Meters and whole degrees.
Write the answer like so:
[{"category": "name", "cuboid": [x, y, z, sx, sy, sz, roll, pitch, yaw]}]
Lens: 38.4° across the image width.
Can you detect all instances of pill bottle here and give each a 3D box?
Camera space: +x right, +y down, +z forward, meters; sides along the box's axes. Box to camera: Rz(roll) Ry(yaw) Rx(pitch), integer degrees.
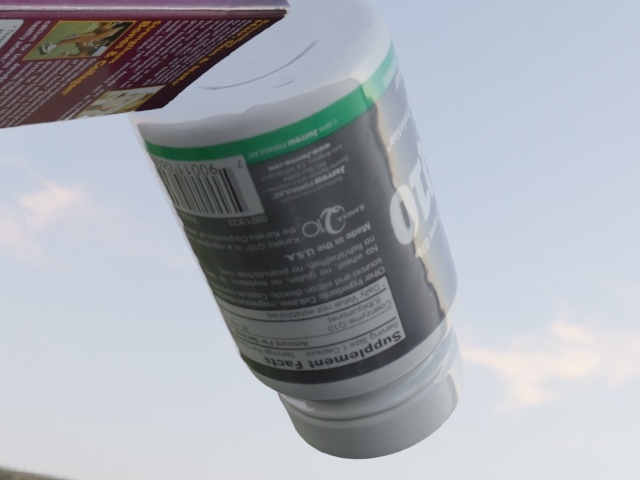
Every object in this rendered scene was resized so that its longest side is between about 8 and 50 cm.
[{"category": "pill bottle", "cuboid": [0.000, 0.000, 0.765, 0.204, 0.204, 0.361, -5, -53, 21]}]

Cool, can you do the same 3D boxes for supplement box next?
[{"category": "supplement box", "cuboid": [-0.117, -0.106, 0.393, 0.104, 0.080, 0.188, -28, -4, 36]}]
